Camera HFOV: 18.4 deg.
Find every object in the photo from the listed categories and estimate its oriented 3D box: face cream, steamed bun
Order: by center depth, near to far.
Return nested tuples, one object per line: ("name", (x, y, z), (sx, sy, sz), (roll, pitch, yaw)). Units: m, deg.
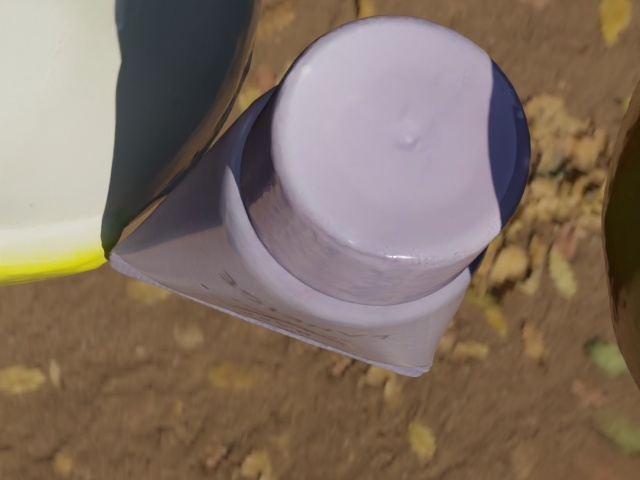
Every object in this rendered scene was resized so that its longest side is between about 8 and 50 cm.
("face cream", (0.000, 0.000, 0.780), (0.154, 0.274, 0.096), (17, 72, -6))
("steamed bun", (-0.208, -0.148, 0.942), (0.374, 0.334, 0.334), (27, 66, -11))

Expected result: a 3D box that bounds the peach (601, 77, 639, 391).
("peach", (0.193, -0.003, 0.589), (0.231, 0.231, 0.231), (2, 66, -4))
